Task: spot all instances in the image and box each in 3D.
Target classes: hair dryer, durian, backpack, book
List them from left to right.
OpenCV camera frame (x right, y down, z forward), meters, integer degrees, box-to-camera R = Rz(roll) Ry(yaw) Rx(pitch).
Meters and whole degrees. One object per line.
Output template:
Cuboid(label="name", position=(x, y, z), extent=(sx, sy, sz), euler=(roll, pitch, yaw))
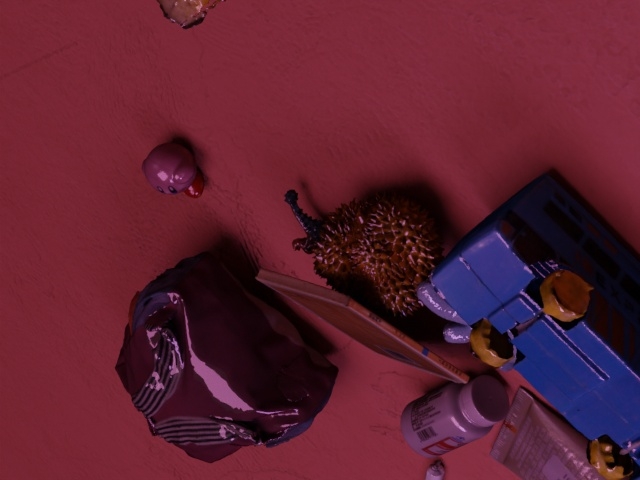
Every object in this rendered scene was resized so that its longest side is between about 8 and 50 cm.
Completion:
Cuboid(label="backpack", position=(-0.166, 0.182, 1.981), extent=(0.283, 0.197, 0.317), euler=(48, 140, -6))
Cuboid(label="book", position=(0.053, 0.104, 1.762), extent=(0.170, 0.018, 0.241), euler=(15, 165, 47))
Cuboid(label="durian", position=(0.071, 0.016, 1.713), extent=(0.158, 0.137, 0.168), euler=(18, 147, 41))
Cuboid(label="hair dryer", position=(0.156, 0.357, 1.990), extent=(0.082, 0.047, 0.137), euler=(23, 127, 21))

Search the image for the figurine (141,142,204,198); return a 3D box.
Cuboid(label="figurine", position=(-0.195, -0.093, 1.878), extent=(0.083, 0.071, 0.067), euler=(11, 88, 22))

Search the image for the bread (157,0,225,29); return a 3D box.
Cuboid(label="bread", position=(-0.109, -0.316, 1.554), extent=(0.169, 0.160, 0.140), euler=(5, 126, 36))

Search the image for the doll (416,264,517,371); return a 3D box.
Cuboid(label="doll", position=(0.193, 0.077, 1.690), extent=(0.180, 0.075, 0.120), euler=(34, 127, -15))

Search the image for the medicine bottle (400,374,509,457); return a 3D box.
Cuboid(label="medicine bottle", position=(0.171, 0.219, 1.833), extent=(0.079, 0.079, 0.140), euler=(49, 138, -6))

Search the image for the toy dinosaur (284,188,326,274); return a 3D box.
Cuboid(label="toy dinosaur", position=(0.000, 0.000, 1.811), extent=(0.055, 0.049, 0.154), euler=(-16, 117, 48))

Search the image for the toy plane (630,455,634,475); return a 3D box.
Cuboid(label="toy plane", position=(0.440, 0.282, 1.686), extent=(0.235, 0.060, 0.096), euler=(22, 127, 19))

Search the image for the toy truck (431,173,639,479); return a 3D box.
Cuboid(label="toy truck", position=(0.309, 0.114, 1.574), extent=(0.385, 0.162, 0.161), euler=(44, 139, -2))

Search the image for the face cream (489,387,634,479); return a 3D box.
Cuboid(label="face cream", position=(0.359, 0.324, 1.779), extent=(0.341, 0.084, 0.137), euler=(36, 137, 21))
